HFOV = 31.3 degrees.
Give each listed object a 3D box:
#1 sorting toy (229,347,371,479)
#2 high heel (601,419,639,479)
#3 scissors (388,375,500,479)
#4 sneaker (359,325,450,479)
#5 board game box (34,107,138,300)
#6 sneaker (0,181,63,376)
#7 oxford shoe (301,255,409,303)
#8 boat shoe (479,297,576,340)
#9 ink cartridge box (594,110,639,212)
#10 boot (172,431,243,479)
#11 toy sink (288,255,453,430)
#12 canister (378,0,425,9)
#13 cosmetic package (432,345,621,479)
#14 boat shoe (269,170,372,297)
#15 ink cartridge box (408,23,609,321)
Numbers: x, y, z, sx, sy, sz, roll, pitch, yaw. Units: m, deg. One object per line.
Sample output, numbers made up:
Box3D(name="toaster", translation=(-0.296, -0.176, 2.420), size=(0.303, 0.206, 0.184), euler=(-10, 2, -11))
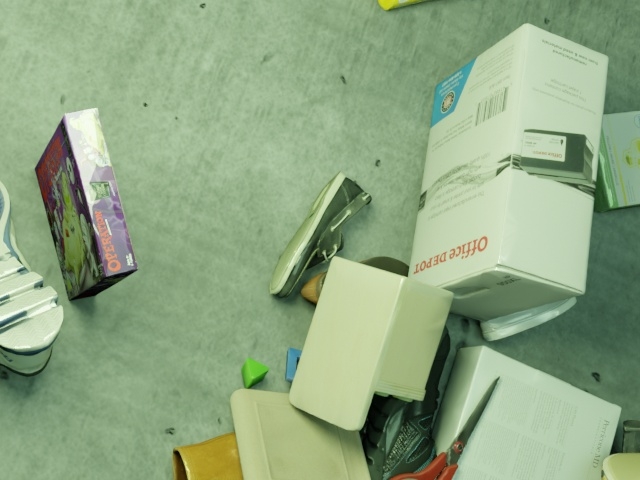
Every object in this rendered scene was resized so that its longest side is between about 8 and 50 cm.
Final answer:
Box3D(name="sorting toy", translation=(-0.033, 0.311, 1.687), size=(0.196, 0.047, 0.347), euler=(7, 46, -25))
Box3D(name="high heel", translation=(0.503, 0.427, 1.854), size=(0.093, 0.261, 0.186), euler=(3, 106, 18))
Box3D(name="scissors", translation=(0.206, 0.340, 1.764), size=(0.297, 0.021, 0.109), euler=(-40, 100, -26))
Box3D(name="sneaker", translation=(0.125, 0.286, 1.800), size=(0.140, 0.125, 0.340), euler=(34, 77, -30))
Box3D(name="board game box", translation=(-0.320, -0.036, 1.529), size=(0.056, 0.347, 0.208), euler=(-10, 85, -21))
Box3D(name="sneaker", translation=(-0.455, 0.069, 1.582), size=(0.127, 0.182, 0.315), euler=(-20, 60, -25))
Box3D(name="oxford shoe", translation=(0.061, 0.067, 1.823), size=(0.212, 0.076, 0.076), euler=(-2, 84, -38))
Box3D(name="boat shoe", translation=(0.348, 0.113, 1.937), size=(0.184, 0.066, 0.063), euler=(-20, 91, -14))
Box3D(name="ink cartridge box", translation=(0.590, -0.150, 2.077), size=(0.235, 0.056, 0.171), euler=(-8, 84, -21))
Box3D(name="boot", translation=(-0.104, 0.427, 1.671), size=(0.211, 0.104, 0.295), euler=(-8, 73, -31))
Box3D(name="toy sink", translation=(0.077, 0.161, 1.702), size=(0.131, 0.153, 0.234), euler=(19, 88, -43))
Box3D(name="canister", translation=(0.171, -0.466, 1.944), size=(0.170, 0.073, 0.126), euler=(-17, 88, -22))
Box3D(name="cosmetic package", translation=(0.306, 0.397, 1.853), size=(0.284, 0.097, 0.377), euler=(25, 73, -15))
Box3D(name="boat shoe", translation=(0.000, 0.000, 1.796), size=(0.079, 0.084, 0.233), euler=(38, 67, -12))
Box3D(name="ink cartridge box", translation=(0.290, -0.093, 1.802), size=(0.166, 0.285, 0.394), euler=(17, 71, -20))
